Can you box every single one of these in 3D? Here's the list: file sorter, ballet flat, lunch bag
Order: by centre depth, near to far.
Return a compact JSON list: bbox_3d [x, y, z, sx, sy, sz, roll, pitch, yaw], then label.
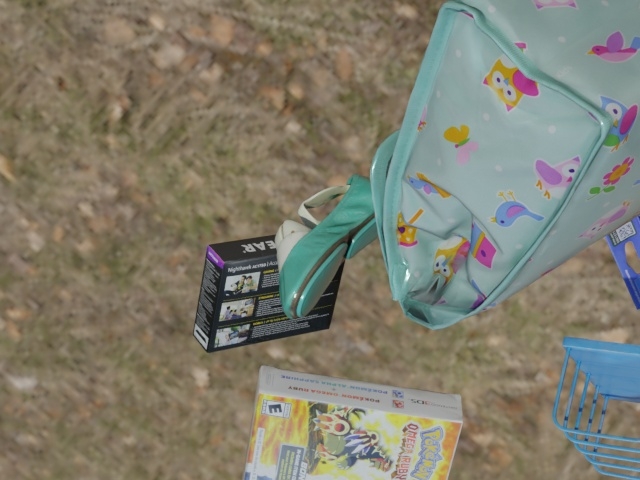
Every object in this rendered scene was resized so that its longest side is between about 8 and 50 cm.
[{"bbox_3d":[0.160,-0.069,0.896,0.160,0.223,0.262,43,143,20],"label":"lunch bag"},{"bbox_3d":[0.333,0.187,1.401,0.118,0.104,0.170,4,156,30],"label":"file sorter"},{"bbox_3d":[0.000,0.000,1.433,0.087,0.247,0.083,31,131,13],"label":"ballet flat"}]

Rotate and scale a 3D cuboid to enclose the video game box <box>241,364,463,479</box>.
[{"bbox_3d":[0.021,0.221,1.207,0.187,0.048,0.205,7,121,-4],"label":"video game box"}]

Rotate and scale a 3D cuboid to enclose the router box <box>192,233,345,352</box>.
[{"bbox_3d":[-0.059,0.059,1.578,0.046,0.179,0.133,45,133,43],"label":"router box"}]

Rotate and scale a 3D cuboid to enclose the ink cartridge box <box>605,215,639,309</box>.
[{"bbox_3d":[0.552,-0.022,1.764,0.185,0.311,0.065,59,-172,-36],"label":"ink cartridge box"}]
